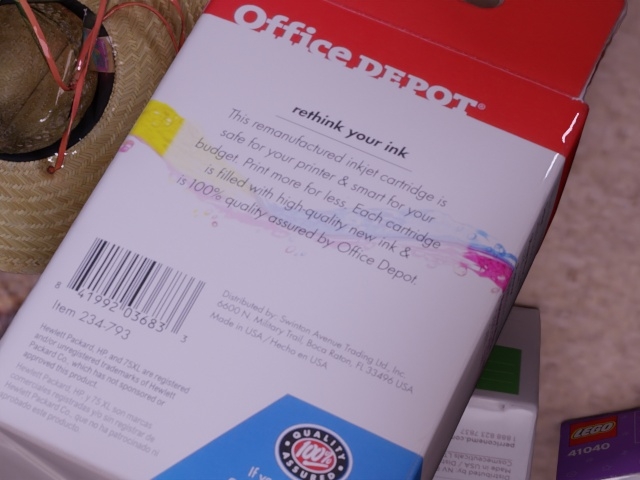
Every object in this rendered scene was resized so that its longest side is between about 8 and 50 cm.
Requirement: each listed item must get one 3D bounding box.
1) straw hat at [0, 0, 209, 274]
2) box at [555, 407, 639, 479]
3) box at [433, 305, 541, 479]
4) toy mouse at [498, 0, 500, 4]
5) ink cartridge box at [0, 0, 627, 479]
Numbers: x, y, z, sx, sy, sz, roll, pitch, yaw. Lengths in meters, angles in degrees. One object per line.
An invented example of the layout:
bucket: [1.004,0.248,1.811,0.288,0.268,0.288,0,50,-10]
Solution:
straw hat: [-0.111,-0.060,0.634,0.061,0.144,0.144,12,121,49]
box: [0.225,0.192,0.693,0.201,0.057,0.293,-12,109,15]
box: [0.028,0.080,0.661,0.101,0.087,0.102,8,112,5]
toy mouse: [0.104,-0.159,0.585,0.143,0.031,0.161,-14,109,13]
ink cartridge box: [0.000,0.000,0.587,0.134,0.231,0.078,23,154,11]
